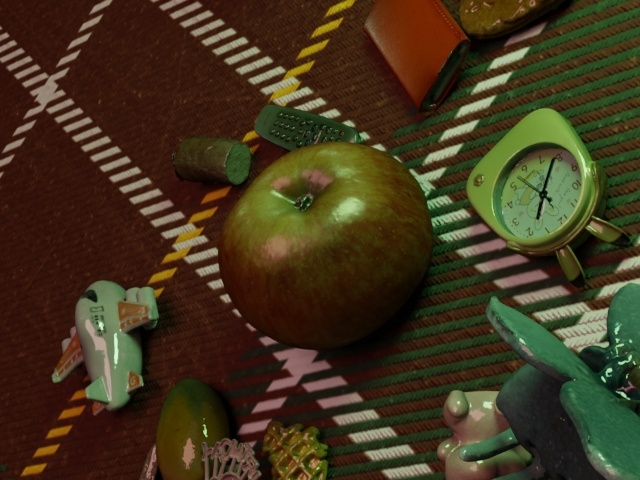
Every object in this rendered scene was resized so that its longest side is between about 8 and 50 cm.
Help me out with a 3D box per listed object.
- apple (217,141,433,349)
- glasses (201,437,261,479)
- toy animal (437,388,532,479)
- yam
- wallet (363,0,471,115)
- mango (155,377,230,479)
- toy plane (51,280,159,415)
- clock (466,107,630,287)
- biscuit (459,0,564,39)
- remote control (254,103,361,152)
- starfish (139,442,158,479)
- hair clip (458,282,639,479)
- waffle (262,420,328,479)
[{"bbox_3d":[0.000,0.000,1.852,0.277,0.250,0.309,19,83,45],"label":"apple"},{"bbox_3d":[-0.128,0.383,1.848,0.162,0.095,0.255,-53,50,12],"label":"glasses"},{"bbox_3d":[0.208,0.295,1.643,0.124,0.124,0.213,-9,73,39],"label":"toy animal"},{"bbox_3d":[-0.177,-0.132,2.183,0.127,0.084,0.084,8,78,39],"label":"yam"},{"bbox_3d":[0.145,-0.304,1.971,0.142,0.045,0.204,-59,44,34],"label":"wallet"},{"bbox_3d":[-0.197,0.297,2.017,0.130,0.092,0.195,-41,41,24],"label":"mango"},{"bbox_3d":[-0.357,0.172,2.186,0.244,0.117,0.245,-17,63,37],"label":"toy plane"},{"bbox_3d":[0.304,-0.049,1.730,0.170,0.069,0.232,-44,50,18],"label":"clock"},{"bbox_3d":[0.248,-0.408,1.942,0.262,0.052,0.277,-33,54,33],"label":"biscuit"},{"bbox_3d":[-0.022,-0.167,2.083,0.222,0.042,0.072,24,89,43],"label":"remote control"},{"bbox_3d":[-0.373,0.523,2.050,0.398,0.132,0.384,-39,43,40],"label":"starfish"},{"bbox_3d":[0.331,0.225,1.455,0.318,0.392,0.239,44,130,42],"label":"hair clip"},{"bbox_3d":[-0.058,0.357,1.891,0.149,0.051,0.194,-3,71,39],"label":"waffle"}]
